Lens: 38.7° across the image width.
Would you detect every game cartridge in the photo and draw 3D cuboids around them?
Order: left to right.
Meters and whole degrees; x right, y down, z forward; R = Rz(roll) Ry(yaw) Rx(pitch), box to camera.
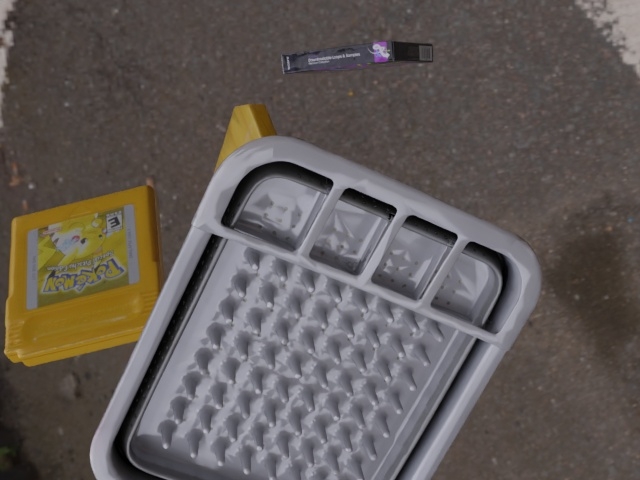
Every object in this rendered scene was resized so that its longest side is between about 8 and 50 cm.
[{"bbox_3d":[-0.427,0.059,1.655,0.052,0.286,0.323,74,-178,-50],"label":"game cartridge"}]

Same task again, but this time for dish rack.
[{"bbox_3d":[-0.008,0.094,0.755,0.332,0.286,0.072,-63,19,14],"label":"dish rack"}]

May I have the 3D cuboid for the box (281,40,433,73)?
[{"bbox_3d":[0.048,-0.234,1.175,0.162,0.116,0.029,2,100,32],"label":"box"}]

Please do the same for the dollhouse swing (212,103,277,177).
[{"bbox_3d":[0.000,0.000,1.381,0.346,0.315,0.304,114,158,-46],"label":"dollhouse swing"}]
